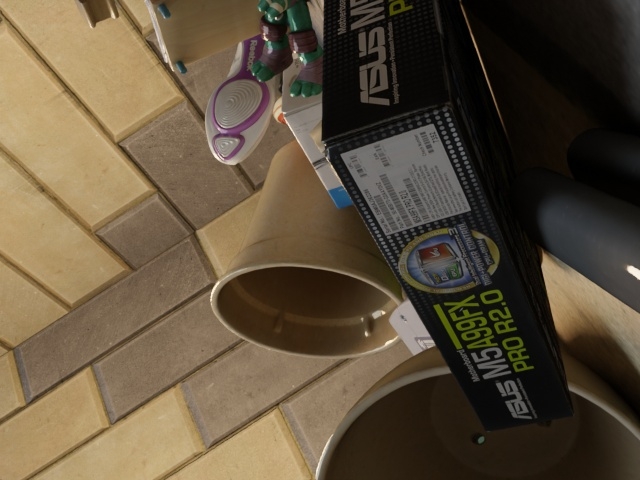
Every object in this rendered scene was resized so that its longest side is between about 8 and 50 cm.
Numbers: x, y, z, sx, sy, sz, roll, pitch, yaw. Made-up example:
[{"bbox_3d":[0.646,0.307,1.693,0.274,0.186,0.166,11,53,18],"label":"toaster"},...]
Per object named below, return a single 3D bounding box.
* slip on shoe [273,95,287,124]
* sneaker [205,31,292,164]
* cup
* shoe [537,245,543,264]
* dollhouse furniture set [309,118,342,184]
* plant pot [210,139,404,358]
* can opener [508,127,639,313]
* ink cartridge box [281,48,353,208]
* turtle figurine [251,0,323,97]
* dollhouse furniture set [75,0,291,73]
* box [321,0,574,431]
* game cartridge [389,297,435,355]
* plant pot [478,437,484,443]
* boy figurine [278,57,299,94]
[{"bbox_3d":[-0.011,-0.232,1.412,0.101,0.123,0.331,53,176,-7],"label":"slip on shoe"},{"bbox_3d":[-0.101,-0.268,1.363,0.114,0.305,0.152,15,175,17],"label":"sneaker"},{"bbox_3d":[0.182,0.228,0.816,0.331,0.331,0.237,57,-158,-6],"label":"cup"},{"bbox_3d":[0.114,-0.050,0.695,0.219,0.076,0.058,55,176,-16],"label":"shoe"},{"bbox_3d":[0.085,-0.148,1.000,0.151,0.123,0.144,-9,-118,-51],"label":"dollhouse furniture set"},{"bbox_3d":[0.000,0.000,1.400,0.334,0.333,0.306,57,-146,-49],"label":"plant pot"},{"bbox_3d":[0.153,0.018,0.296,0.093,0.074,0.280,57,-179,-20],"label":"can opener"},{"bbox_3d":[0.021,-0.165,1.175,0.140,0.082,0.191,-90,-23,-45],"label":"ink cartridge box"},{"bbox_3d":[-0.053,-0.277,0.857,0.175,0.118,0.234,54,164,49],"label":"turtle figurine"},{"bbox_3d":[-0.208,-0.368,1.042,0.198,0.286,0.303,58,169,27],"label":"dollhouse furniture set"},{"bbox_3d":[0.080,-0.043,0.481,0.270,0.060,0.216,57,-156,-43],"label":"box"},{"bbox_3d":[0.200,0.139,1.045,0.196,0.060,0.294,50,161,-6],"label":"game cartridge"},{"bbox_3d":[0.298,0.299,1.134,0.166,0.165,0.234,57,-171,-14],"label":"plant pot"},{"bbox_3d":[-0.006,-0.249,1.739,0.285,0.092,0.177,56,-179,-41],"label":"boy figurine"}]
